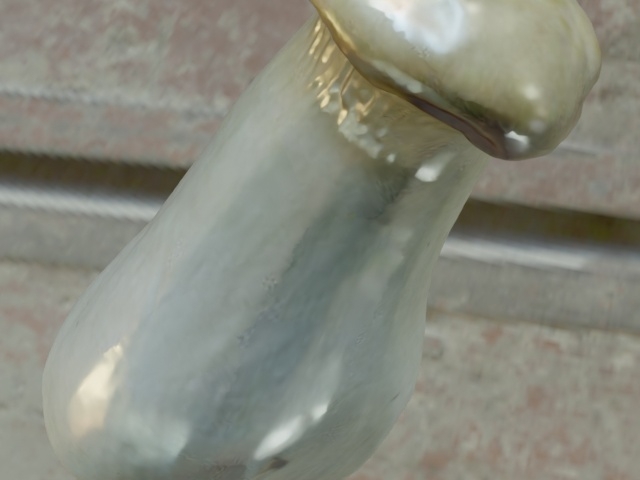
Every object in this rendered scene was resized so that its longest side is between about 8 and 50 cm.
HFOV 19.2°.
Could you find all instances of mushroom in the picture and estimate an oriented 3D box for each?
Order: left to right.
[{"bbox_3d":[0.000,0.000,0.735,0.122,0.159,0.328,51,137,17],"label":"mushroom"}]
